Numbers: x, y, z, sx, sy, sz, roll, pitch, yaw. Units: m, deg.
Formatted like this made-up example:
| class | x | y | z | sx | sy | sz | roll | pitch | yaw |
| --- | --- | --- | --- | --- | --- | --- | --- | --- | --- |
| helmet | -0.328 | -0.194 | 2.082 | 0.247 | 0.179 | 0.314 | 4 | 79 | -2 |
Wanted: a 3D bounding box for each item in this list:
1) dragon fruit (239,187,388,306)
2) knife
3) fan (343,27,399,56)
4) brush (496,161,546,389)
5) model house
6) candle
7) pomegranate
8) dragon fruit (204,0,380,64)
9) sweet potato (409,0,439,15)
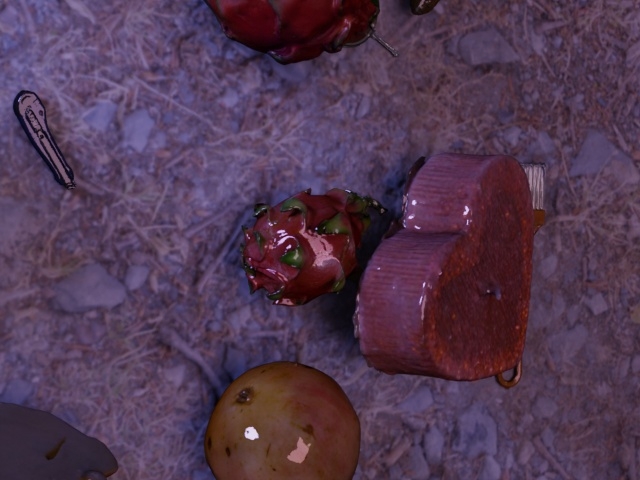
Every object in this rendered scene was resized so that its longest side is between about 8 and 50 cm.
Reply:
| class | x | y | z | sx | sy | sz | roll | pitch | yaw |
| --- | --- | --- | --- | --- | --- | --- | --- | --- | --- |
| dragon fruit | 0.002 | 0.003 | 1.520 | 0.236 | 0.135 | 0.137 | -12 | 99 | -48 |
| knife | -0.303 | -0.110 | 1.398 | 0.031 | 0.018 | 0.121 | -34 | 111 | -21 |
| fan | 0.052 | -0.272 | 1.594 | 0.133 | 0.005 | 0.085 | 35 | 76 | -26 |
| brush | 0.266 | 0.049 | 1.733 | 0.090 | 0.017 | 0.314 | 1 | 93 | -27 |
| model house | -0.364 | 0.296 | 1.320 | 0.219 | 0.199 | 0.229 | 33 | 104 | 11 |
| candle | 0.183 | 0.063 | 1.576 | 0.317 | 0.131 | 0.287 | -56 | 136 | -34 |
| pomegranate | -0.039 | 0.235 | 1.478 | 0.191 | 0.191 | 0.191 | -2 | 94 | -29 |
| dragon fruit | -0.049 | -0.311 | 1.432 | 0.274 | 0.192 | 0.193 | 34 | 85 | -15 |
| sweet potato | 0.172 | -0.438 | 1.600 | 0.124 | 0.098 | 0.310 | 0 | 96 | -8 |
